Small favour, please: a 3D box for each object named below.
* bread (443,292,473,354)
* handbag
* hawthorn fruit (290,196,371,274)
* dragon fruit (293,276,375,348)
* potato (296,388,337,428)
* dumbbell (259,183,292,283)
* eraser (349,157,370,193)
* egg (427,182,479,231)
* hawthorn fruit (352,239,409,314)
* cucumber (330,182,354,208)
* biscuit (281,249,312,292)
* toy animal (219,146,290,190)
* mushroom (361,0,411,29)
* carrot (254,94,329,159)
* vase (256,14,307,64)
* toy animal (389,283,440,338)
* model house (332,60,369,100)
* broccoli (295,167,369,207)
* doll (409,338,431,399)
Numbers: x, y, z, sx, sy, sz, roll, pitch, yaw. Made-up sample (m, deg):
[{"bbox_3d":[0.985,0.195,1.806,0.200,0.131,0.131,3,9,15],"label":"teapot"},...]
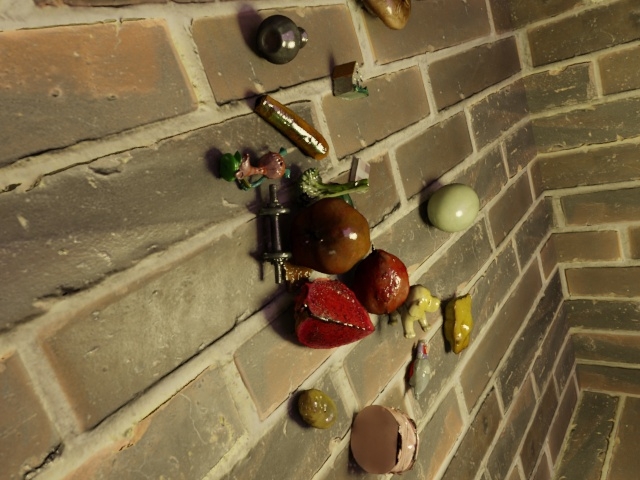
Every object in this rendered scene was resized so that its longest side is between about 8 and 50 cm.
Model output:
[{"bbox_3d":[0.558,0.337,1.944,0.161,0.088,0.232,-6,94,-44],"label":"bread"},{"bbox_3d":[0.197,0.604,1.447,0.116,0.179,0.204,22,71,-53],"label":"handbag"},{"bbox_3d":[0.037,-0.009,1.291,0.248,0.208,0.207,3,84,-63],"label":"hawthorn fruit"},{"bbox_3d":[0.008,0.204,1.295,0.262,0.163,0.189,23,98,-42],"label":"dragon fruit"},{"bbox_3d":[-0.011,0.457,1.299,0.138,0.070,0.091,52,50,-34],"label":"potato"},{"bbox_3d":[-0.113,-0.017,1.216,0.082,0.082,0.253,-2,88,-49],"label":"dumbbell"},{"bbox_3d":[0.127,-0.209,1.545,0.065,0.026,0.105,28,67,-41],"label":"eraser"},{"bbox_3d":[0.517,-0.128,1.856,0.253,0.187,0.186,-29,108,-43],"label":"egg"},{"bbox_3d":[0.179,0.109,1.448,0.181,0.181,0.235,-34,123,-45],"label":"hawthorn fruit"},{"bbox_3d":[0.076,-0.057,1.451,0.115,0.063,0.243,-28,106,-47],"label":"cucumber"},{"bbox_3d":[-0.070,0.075,1.302,0.119,0.019,0.129,-49,122,-39],"label":"biscuit"},{"bbox_3d":[-0.155,-0.177,1.192,0.208,0.100,0.103,-24,144,-50],"label":"toy animal"},{"bbox_3d":[0.217,-0.826,1.605,0.278,0.146,0.278,32,42,-35],"label":"mushroom"},{"bbox_3d":[-0.073,-0.305,1.301,0.260,0.070,0.070,30,65,-40],"label":"carrot"},{"bbox_3d":[-0.093,-0.536,1.270,0.183,0.120,0.120,-48,123,-56],"label":"vase"},{"bbox_3d":[0.302,0.221,1.567,0.121,0.233,0.168,-13,94,-14],"label":"toy animal"},{"bbox_3d":[0.100,-0.500,1.493,0.101,0.088,0.100,-7,93,-52],"label":"model house"},{"bbox_3d":[0.032,-0.142,1.310,0.118,0.204,0.122,14,73,-80],"label":"broccoli"},{"bbox_3d":[0.360,0.465,1.718,0.102,0.075,0.227,61,34,-38],"label":"doll"}]
